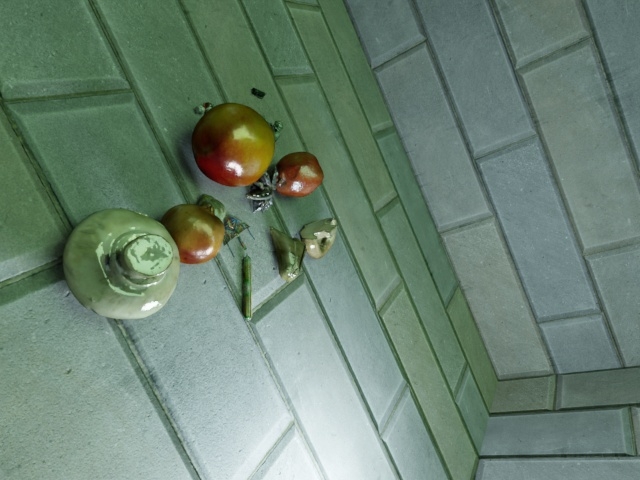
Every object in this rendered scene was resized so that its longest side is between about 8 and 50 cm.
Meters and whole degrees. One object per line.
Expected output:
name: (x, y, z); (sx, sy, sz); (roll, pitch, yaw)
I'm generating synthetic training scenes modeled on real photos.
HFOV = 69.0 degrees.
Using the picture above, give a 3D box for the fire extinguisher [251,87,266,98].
fire extinguisher: (-0.286, -0.684, 2.171); (0.083, 0.025, 0.038); (4, 109, -55)

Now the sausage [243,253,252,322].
sausage: (-0.275, 0.176, 1.754); (0.033, 0.033, 0.269); (23, 56, -49)

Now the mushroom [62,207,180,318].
mushroom: (-0.532, 0.074, 1.247); (0.315, 0.315, 0.356); (59, 1, -18)

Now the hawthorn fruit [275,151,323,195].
hawthorn fruit: (-0.119, -0.287, 2.057); (0.262, 0.211, 0.210); (-20, 91, -50)

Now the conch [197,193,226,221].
conch: (-0.393, -0.084, 1.652); (0.116, 0.106, 0.172); (78, 19, -87)

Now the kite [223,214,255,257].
kite: (-0.327, -0.032, 1.802); (0.160, 0.010, 0.183); (62, 34, -14)

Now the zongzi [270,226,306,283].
zongzi: (-0.157, 0.054, 1.935); (0.197, 0.099, 0.194); (35, 46, -28)

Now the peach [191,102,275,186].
peach: (-0.323, -0.346, 1.703); (0.332, 0.308, 0.307); (-31, 100, -61)

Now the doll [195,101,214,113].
doll: (-0.457, -0.520, 1.831); (0.085, 0.040, 0.058); (4, 81, -55)

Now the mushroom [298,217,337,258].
mushroom: (0.000, 0.000, 2.151); (0.286, 0.156, 0.151); (-42, 129, -55)

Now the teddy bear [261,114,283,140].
teddy bear: (-0.248, -0.463, 2.047); (0.133, 0.111, 0.213); (18, 36, -1)

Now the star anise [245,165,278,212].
star anise: (-0.235, -0.204, 1.907); (0.209, 0.089, 0.231); (81, 22, -43)

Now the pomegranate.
pomegranate: (-0.416, -0.022, 1.501); (0.209, 0.209, 0.209); (30, 51, -45)
